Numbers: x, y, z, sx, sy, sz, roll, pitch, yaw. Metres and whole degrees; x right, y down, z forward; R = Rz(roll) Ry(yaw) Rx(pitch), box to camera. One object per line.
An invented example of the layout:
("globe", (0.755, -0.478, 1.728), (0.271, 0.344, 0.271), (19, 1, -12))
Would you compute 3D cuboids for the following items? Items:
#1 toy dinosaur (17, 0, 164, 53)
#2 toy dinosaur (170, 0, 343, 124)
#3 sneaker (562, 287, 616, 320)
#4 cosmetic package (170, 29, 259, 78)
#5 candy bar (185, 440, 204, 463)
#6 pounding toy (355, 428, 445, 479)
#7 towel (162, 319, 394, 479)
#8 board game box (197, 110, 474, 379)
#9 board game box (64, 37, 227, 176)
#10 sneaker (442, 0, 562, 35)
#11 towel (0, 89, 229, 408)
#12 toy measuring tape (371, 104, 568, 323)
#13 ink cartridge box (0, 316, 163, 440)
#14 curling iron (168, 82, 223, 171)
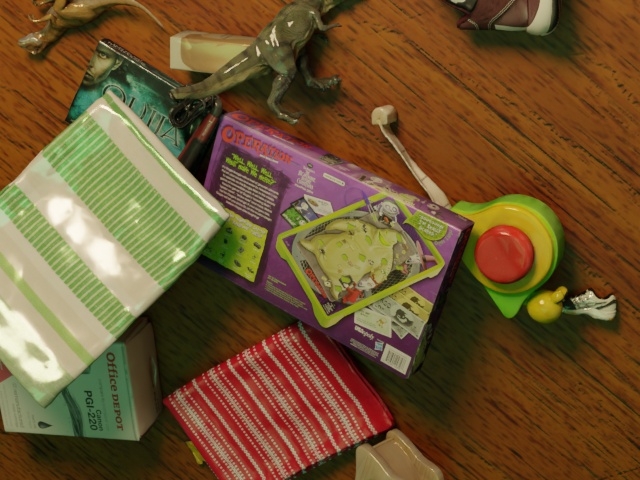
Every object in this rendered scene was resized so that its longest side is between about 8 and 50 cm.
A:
("toy dinosaur", (-0.298, -0.299, 1.283), (0.211, 0.064, 0.112), (-12, 124, 29))
("toy dinosaur", (-0.041, -0.208, 1.200), (0.268, 0.064, 0.118), (-40, 112, -13))
("sneaker", (0.324, 0.074, 1.263), (0.083, 0.032, 0.037), (8, 98, 7))
("cosmetic package", (-0.121, -0.229, 1.251), (0.115, 0.060, 0.041), (7, 111, 11))
("candy bar", (-0.119, 0.288, 1.467), (0.161, 0.018, 0.040), (-19, 103, 20))
("pounding toy", (0.098, 0.385, 1.413), (0.154, 0.155, 0.269), (22, 115, 37))
("towel", (-0.057, 0.236, 1.408), (0.275, 0.031, 0.199), (-30, 99, 16))
("board game box", (0.000, 0.000, 1.259), (0.347, 0.056, 0.208), (28, 120, 23))
("board game box", (-0.228, -0.161, 1.324), (0.186, 0.026, 0.126), (31, 115, 2))
("sneaker", (0.171, -0.356, 1.102), (0.162, 0.106, 0.281), (-1, 110, 19))
("towel", (-0.300, 0.002, 1.251), (0.325, 0.038, 0.248), (-44, 80, -5))
("toy measuring tape", (0.195, -0.047, 1.213), (0.121, 0.121, 0.330), (-36, 88, 24))
("ink cartridge box", (-0.347, 0.192, 1.454), (0.218, 0.092, 0.159), (0, 110, 13))
("curling iron", (-0.197, -0.086, 1.311), (0.068, 0.035, 0.274), (36, 118, 16))
